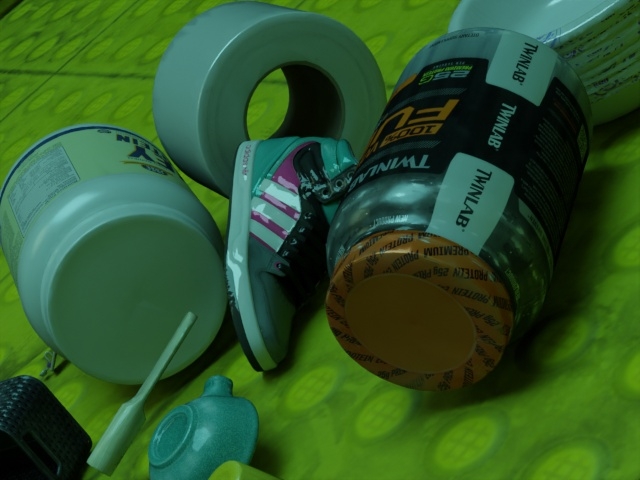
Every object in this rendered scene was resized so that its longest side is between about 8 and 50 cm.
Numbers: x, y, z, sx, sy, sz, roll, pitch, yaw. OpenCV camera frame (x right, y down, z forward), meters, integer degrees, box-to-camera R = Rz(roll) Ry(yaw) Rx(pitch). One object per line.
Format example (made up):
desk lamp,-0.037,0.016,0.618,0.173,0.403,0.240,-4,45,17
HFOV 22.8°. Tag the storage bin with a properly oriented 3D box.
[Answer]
storage bin,-0.356,0.232,1.738,0.180,0.122,0.084,-18,31,33

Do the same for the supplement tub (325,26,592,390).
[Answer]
supplement tub,0.129,-0.032,1.487,0.207,0.207,0.338,-19,30,33

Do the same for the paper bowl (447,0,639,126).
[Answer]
paper bowl,0.289,-0.229,1.701,0.284,0.148,0.284,-28,26,15

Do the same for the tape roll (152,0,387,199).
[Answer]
tape roll,-0.063,-0.161,1.913,0.246,0.246,0.169,-41,25,-11

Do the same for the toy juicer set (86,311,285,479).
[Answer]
toy juicer set,-0.136,0.232,1.523,0.209,0.089,0.329,-49,29,10

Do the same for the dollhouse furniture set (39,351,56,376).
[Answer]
dollhouse furniture set,-0.320,0.132,2.005,0.114,0.091,0.081,179,101,-84

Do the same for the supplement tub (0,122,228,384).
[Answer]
supplement tub,-0.242,0.012,1.841,0.235,0.235,0.325,-37,26,-3

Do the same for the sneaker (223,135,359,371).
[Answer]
sneaker,0.000,0.000,1.709,0.178,0.124,0.296,-11,53,14
